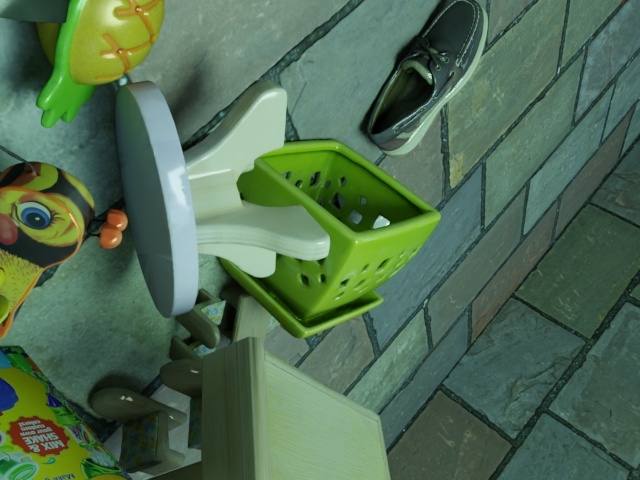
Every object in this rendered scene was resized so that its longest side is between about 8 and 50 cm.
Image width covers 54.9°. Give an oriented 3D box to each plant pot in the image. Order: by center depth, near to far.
[{"bbox_3d":[0.000,0.000,0.902,0.227,0.228,0.207,-15,136,-50],"label":"plant pot"}]

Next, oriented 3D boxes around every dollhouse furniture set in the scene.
[{"bbox_3d":[-0.150,0.295,0.690,0.394,0.362,0.256,-25,139,22],"label":"dollhouse furniture set"},{"bbox_3d":[-0.104,0.187,0.981,0.212,0.161,0.242,-20,134,-46],"label":"dollhouse furniture set"}]

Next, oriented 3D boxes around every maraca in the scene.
[{"bbox_3d":[-0.201,-0.184,0.545,0.186,0.099,0.127,-60,-176,16],"label":"maraca"}]

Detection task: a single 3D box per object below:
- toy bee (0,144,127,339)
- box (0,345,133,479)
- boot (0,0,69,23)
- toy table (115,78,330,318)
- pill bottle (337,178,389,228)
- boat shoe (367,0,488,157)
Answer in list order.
[{"bbox_3d":[-0.263,0.000,0.533,0.298,0.162,0.195,-51,-156,47],"label":"toy bee"},{"bbox_3d":[-0.365,0.245,0.545,0.290,0.279,0.177,13,108,-59],"label":"box"},{"bbox_3d":[-0.249,-0.266,0.251,0.347,0.131,0.260,19,106,-25],"label":"boot"},{"bbox_3d":[-0.118,-0.048,0.683,0.160,0.252,0.274,-16,145,-27],"label":"toy table"},{"bbox_3d":[0.102,-0.037,1.109,0.118,0.117,0.208,-51,150,-9],"label":"pill bottle"},{"bbox_3d":[0.172,-0.270,1.006,0.285,0.102,0.092,-56,155,11],"label":"boat shoe"}]
